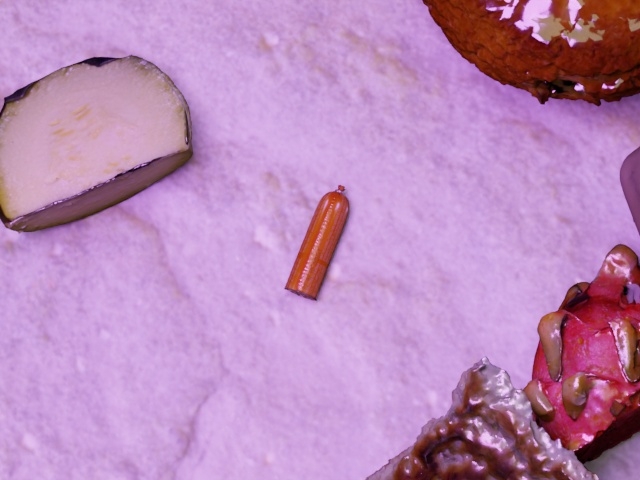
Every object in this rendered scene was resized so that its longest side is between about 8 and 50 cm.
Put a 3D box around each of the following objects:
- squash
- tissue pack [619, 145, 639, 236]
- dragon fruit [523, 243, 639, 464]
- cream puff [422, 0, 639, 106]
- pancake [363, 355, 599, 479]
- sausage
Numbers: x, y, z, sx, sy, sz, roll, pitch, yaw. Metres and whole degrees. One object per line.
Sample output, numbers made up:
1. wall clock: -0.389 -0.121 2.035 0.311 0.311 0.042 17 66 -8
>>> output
1. squash: -0.205 -0.080 1.482 0.192 0.085 0.184 -22 44 -2
2. tissue pack: 0.417 0.058 1.241 0.277 0.267 0.387 -25 73 16
3. dragon fruit: 0.237 0.095 1.343 0.150 0.133 0.208 24 59 -13
4. cream puff: 0.221 -0.249 1.398 0.303 0.212 0.303 0 67 1
5. pancake: 0.176 0.292 1.236 0.427 0.067 0.305 35 120 22
6. sausage: 0.000 0.000 1.444 0.031 0.031 0.107 17 76 12
